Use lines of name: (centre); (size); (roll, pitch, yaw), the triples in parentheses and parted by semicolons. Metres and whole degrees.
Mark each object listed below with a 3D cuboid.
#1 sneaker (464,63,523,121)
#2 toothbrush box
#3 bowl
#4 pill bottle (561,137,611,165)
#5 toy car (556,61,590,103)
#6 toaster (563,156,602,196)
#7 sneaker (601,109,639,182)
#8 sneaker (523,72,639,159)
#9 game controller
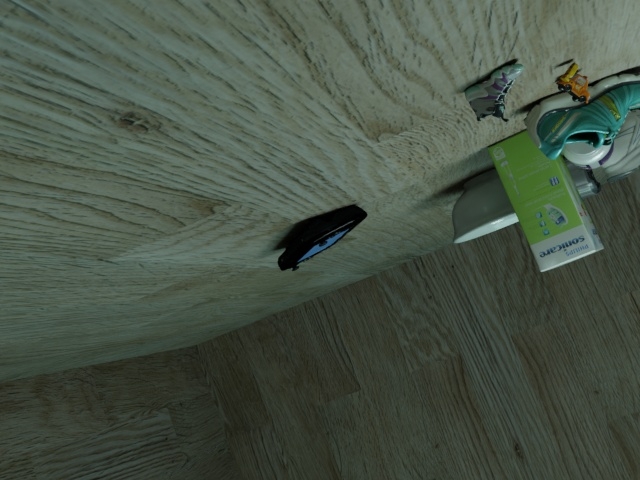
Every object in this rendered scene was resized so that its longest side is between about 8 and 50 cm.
sneaker: (0.255, -0.201, 1.089); (0.038, 0.069, 0.098); (-14, 170, -41)
toothbrush box: (0.483, -0.087, 1.645); (0.122, 0.283, 0.206); (-24, 170, 23)
bowl: (0.453, -0.107, 1.966); (0.298, 0.134, 0.298); (-21, 172, -3)
pill bottle: (0.567, -0.212, 1.648); (0.108, 0.108, 0.193); (-24, 171, 21)
toy car: (0.410, -0.249, 1.218); (0.040, 0.060, 0.122); (-54, 173, 8)
toaster: (0.700, -0.170, 2.183); (0.146, 0.129, 0.227); (-22, 173, 24)
sneaker: (0.737, -0.258, 1.790); (0.297, 0.129, 0.111); (-37, 178, -28)
sneaker: (0.501, -0.221, 1.397); (0.275, 0.110, 0.107); (-20, 164, -10)
game controller: (0.000, 0.000, 1.792); (0.167, 0.067, 0.319); (-18, 172, -19)
